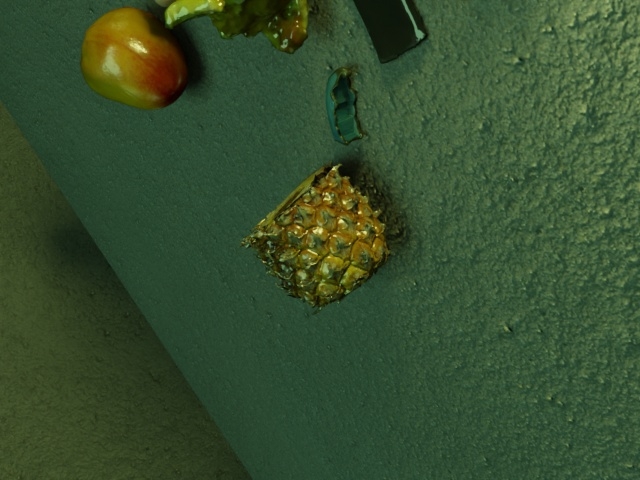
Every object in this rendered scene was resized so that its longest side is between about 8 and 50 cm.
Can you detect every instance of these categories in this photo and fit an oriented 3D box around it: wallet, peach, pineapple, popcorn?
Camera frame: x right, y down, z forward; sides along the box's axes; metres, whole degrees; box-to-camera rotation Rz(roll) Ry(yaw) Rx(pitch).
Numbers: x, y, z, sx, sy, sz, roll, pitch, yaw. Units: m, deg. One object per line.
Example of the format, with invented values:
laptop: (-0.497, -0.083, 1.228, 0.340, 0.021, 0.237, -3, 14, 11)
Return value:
wallet: (0.121, -0.532, 1.560, 0.146, 0.030, 0.285, -18, 103, 50)
peach: (-0.529, -0.524, 2.129, 0.308, 0.289, 0.289, 11, 129, 11)
pineapple: (-0.001, 0.002, 1.850, 0.300, 0.352, 0.352, 53, 145, -6)
popcorn: (-0.182, -0.585, 1.647, 0.326, 0.321, 0.290, 139, 134, -72)

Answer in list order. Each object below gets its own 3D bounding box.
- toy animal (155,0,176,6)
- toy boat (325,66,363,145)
toy animal: (-0.357, -0.685, 1.899, 0.198, 0.171, 0.171, 21, 131, 36)
toy boat: (0.060, -0.324, 1.745, 0.077, 0.075, 0.185, 13, 121, 48)
